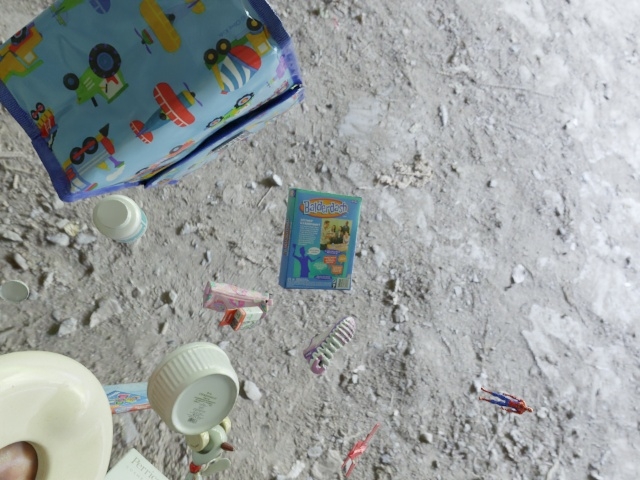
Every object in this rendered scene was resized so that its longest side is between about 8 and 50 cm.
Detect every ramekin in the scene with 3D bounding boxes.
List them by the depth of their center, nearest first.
[{"bbox_3d":[-0.295,0.361,0.997,0.207,0.109,0.207,-17,119,-33],"label":"ramekin"}]

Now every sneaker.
[{"bbox_3d":[0.024,0.354,1.476,0.236,0.104,0.095,-46,126,-17],"label":"sneaker"}]

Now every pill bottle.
[{"bbox_3d":[-0.683,-0.074,1.417,0.146,0.264,0.146,2,84,-16],"label":"pill bottle"}]

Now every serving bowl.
[{"bbox_3d":[-1.011,0.166,1.374,0.083,0.027,0.084,-7,112,-16],"label":"serving bowl"}]

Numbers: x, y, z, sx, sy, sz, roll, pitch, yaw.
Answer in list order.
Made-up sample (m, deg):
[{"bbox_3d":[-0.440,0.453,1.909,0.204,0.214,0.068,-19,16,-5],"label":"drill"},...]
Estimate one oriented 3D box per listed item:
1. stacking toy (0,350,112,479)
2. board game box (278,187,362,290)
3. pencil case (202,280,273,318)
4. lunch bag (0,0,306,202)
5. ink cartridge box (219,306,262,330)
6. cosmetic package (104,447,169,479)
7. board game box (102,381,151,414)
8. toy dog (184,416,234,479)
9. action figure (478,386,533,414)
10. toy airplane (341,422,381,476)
[{"bbox_3d":[-0.610,0.318,0.618,0.479,0.350,0.351,3,72,19],"label":"stacking toy"},{"bbox_3d":[0.000,0.000,0.899,0.160,0.047,0.211,5,95,-25],"label":"board game box"},{"bbox_3d":[-0.348,0.250,1.741,0.283,0.124,0.124,15,72,-18],"label":"pencil case"},{"bbox_3d":[-0.136,-0.151,0.454,0.220,0.293,0.138,-33,90,6],"label":"lunch bag"},{"bbox_3d":[-0.225,0.224,1.179,0.029,0.063,0.115,42,22,33],"label":"ink cartridge box"},{"bbox_3d":[-0.581,0.872,1.103,0.329,0.393,0.327,41,97,1],"label":"cosmetic package"},{"bbox_3d":[-0.657,0.543,1.440,0.281,0.145,0.027,22,87,-55],"label":"board game box"},{"bbox_3d":[-0.389,0.785,1.478,0.160,0.334,0.220,24,35,27],"label":"toy dog"},{"bbox_3d":[0.419,0.366,0.939,0.030,0.115,0.038,37,67,-43],"label":"action figure"},{"bbox_3d":[0.085,0.484,0.952,0.028,0.151,0.151,31,66,21],"label":"toy airplane"}]
